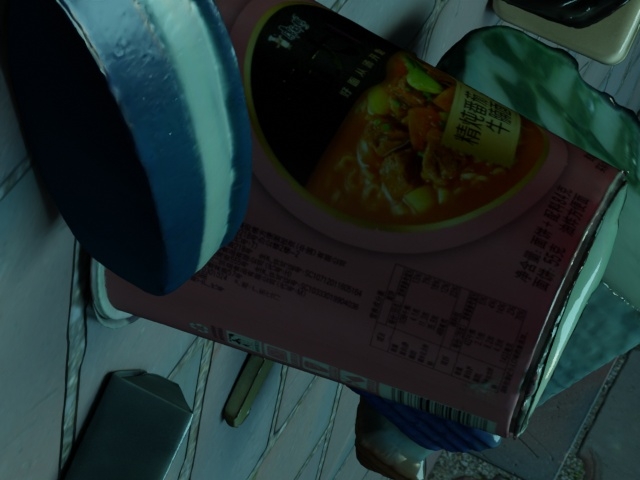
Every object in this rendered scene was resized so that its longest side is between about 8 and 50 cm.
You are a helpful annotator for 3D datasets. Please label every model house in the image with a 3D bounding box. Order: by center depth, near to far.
[{"bbox_3d":[0.098,0.029,1.553,0.329,0.251,0.295,-45,-156,30],"label":"model house"}]

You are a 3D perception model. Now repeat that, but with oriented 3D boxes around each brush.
[{"bbox_3d":[0.000,0.000,1.547,0.337,0.020,0.085,-63,169,-2],"label":"brush"}]

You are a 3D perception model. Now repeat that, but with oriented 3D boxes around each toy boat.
[{"bbox_3d":[-0.088,-0.064,0.846,0.062,0.096,0.299,-51,162,-21],"label":"toy boat"}]

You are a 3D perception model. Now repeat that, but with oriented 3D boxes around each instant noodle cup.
[{"bbox_3d":[0.030,-0.010,1.082,0.244,0.255,0.244,23,90,-78],"label":"instant noodle cup"}]

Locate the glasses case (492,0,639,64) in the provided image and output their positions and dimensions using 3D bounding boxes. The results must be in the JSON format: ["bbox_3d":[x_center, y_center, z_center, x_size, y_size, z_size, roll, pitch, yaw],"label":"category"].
[{"bbox_3d":[0.293,-0.344,1.820,0.336,0.144,0.076,-67,169,9],"label":"glasses case"}]

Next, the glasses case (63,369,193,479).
[{"bbox_3d":[-0.164,0.210,1.215,0.266,0.056,0.105,-65,-167,2],"label":"glasses case"}]

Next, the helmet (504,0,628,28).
[{"bbox_3d":[0.194,-0.282,1.242,0.225,0.305,0.177,35,50,-37],"label":"helmet"}]
